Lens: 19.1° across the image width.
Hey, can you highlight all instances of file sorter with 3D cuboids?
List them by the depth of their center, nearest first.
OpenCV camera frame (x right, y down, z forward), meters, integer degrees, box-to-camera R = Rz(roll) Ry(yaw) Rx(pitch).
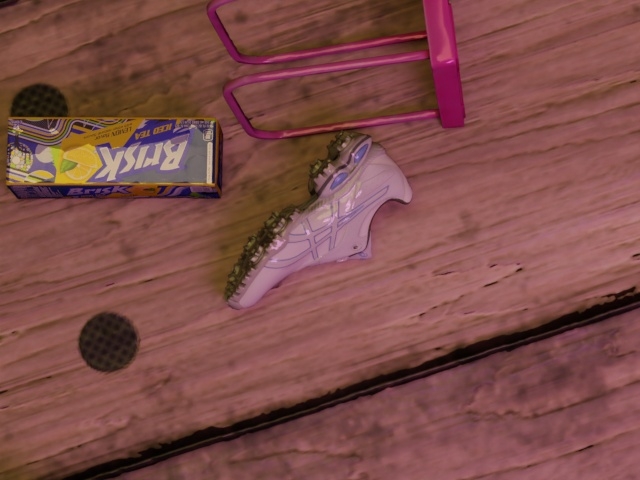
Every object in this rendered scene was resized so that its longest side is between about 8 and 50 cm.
[{"bbox_3d":[0.003,-0.239,1.479,0.182,0.202,0.291,-7,80,4],"label":"file sorter"}]

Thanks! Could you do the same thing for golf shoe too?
[{"bbox_3d":[0.000,0.000,1.504,0.086,0.069,0.176,41,96,-15],"label":"golf shoe"}]

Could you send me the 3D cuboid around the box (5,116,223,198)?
[{"bbox_3d":[-0.164,-0.066,1.527,0.169,0.054,0.059,0,80,2],"label":"box"}]
